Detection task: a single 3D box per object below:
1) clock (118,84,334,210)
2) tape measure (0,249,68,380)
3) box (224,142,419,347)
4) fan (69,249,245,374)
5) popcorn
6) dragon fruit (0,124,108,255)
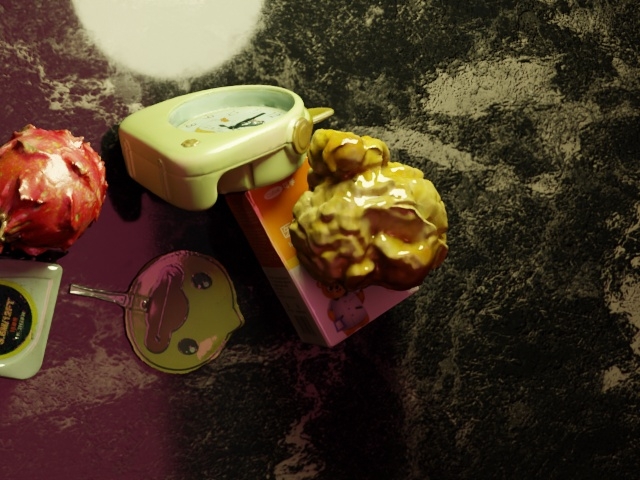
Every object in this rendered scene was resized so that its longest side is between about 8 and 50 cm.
[{"bbox_3d":[-0.154,-0.179,1.824,0.348,0.286,0.117,-21,121,-28],"label":"clock"},{"bbox_3d":[-0.550,0.105,1.731,0.207,0.115,0.235,16,79,-28],"label":"tape measure"},{"bbox_3d":[0.000,0.000,1.951,0.225,0.143,0.341,-32,102,-21],"label":"box"},{"bbox_3d":[-0.292,0.123,1.892,0.335,0.011,0.229,13,84,-23],"label":"fan"},{"bbox_3d":[0.070,-0.047,1.789,0.265,0.225,0.332,-29,119,8],"label":"popcorn"},{"bbox_3d":[-0.464,-0.076,1.697,0.205,0.210,0.268,54,39,-12],"label":"dragon fruit"}]
